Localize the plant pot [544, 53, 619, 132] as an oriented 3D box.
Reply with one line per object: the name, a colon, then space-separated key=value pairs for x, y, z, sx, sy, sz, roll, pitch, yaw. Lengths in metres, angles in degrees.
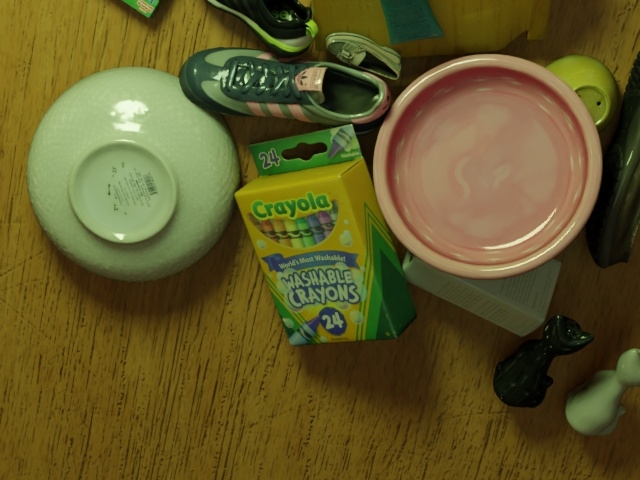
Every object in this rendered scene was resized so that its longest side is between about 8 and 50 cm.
plant pot: x=0.395 y=-0.209 z=1.756 sx=0.134 sy=0.095 sz=0.134 roll=0 pitch=106 yaw=1

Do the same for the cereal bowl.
cereal bowl: x=-0.292 y=-0.090 z=1.773 sx=0.339 sy=0.141 sz=0.339 roll=0 pitch=105 yaw=1

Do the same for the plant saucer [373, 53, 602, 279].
plant saucer: x=0.247 y=-0.106 z=1.711 sx=0.332 sy=0.084 sz=0.332 roll=-1 pitch=85 yaw=13

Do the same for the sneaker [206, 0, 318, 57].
sneaker: x=-0.092 y=-0.366 z=1.685 sx=0.235 sy=0.097 sz=0.084 roll=38 pitch=61 yaw=9

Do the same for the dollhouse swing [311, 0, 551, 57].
dollhouse swing: x=0.151 y=-0.489 z=1.699 sx=0.347 sy=0.305 sz=0.315 roll=-4 pitch=147 yaw=1

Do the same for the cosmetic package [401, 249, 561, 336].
cosmetic package: x=0.249 y=0.046 z=1.811 sx=0.231 sy=0.085 sz=0.117 roll=26 pitch=61 yaw=-5

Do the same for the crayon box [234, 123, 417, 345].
crayon box: x=0.000 y=0.000 z=1.775 sx=0.203 sy=0.083 sz=0.323 roll=-8 pitch=109 yaw=35

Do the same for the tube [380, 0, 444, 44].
tube: x=0.115 y=-0.335 z=1.616 sx=0.080 sy=0.207 sz=0.052 roll=-3 pitch=65 yaw=16

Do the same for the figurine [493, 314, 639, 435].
figurine: x=0.412 y=0.207 z=1.822 sx=0.215 sy=0.092 sz=0.209 roll=22 pitch=141 yaw=-6

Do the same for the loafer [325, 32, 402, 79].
loafer: x=0.066 y=-0.272 z=1.713 sx=0.125 sy=0.039 sz=0.045 roll=14 pitch=144 yaw=-23

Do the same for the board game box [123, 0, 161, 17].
board game box: x=-0.264 y=-0.464 z=1.719 sx=0.160 sy=0.039 sz=0.211 roll=33 pitch=103 yaw=-8

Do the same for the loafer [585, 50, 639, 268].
loafer: x=0.508 y=-0.121 z=1.759 sx=0.130 sy=0.134 sz=0.366 roll=15 pitch=105 yaw=-3

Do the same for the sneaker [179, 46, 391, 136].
sneaker: x=-0.048 y=-0.236 z=1.714 sx=0.319 sy=0.131 sz=0.112 roll=7 pitch=81 yaw=-9
